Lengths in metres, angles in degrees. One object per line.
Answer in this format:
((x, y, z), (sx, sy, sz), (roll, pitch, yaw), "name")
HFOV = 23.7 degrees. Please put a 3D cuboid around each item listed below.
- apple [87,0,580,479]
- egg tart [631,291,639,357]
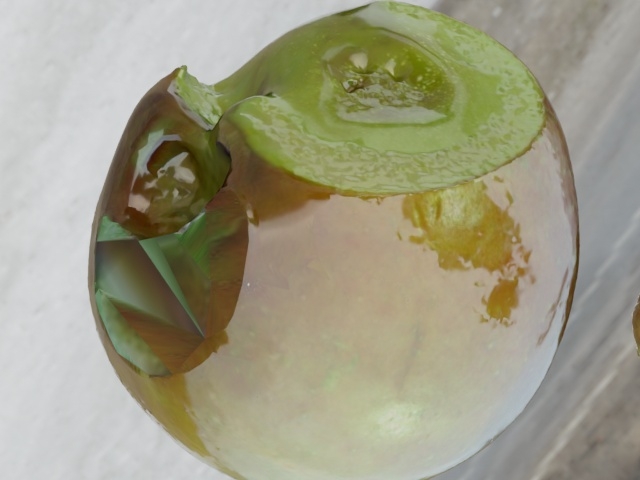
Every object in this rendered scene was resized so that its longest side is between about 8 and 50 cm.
((0.000, 0.000, 1.149), (0.374, 0.374, 0.384), (32, 58, -72), "apple")
((0.484, 0.073, 1.708), (0.288, 0.288, 0.118), (-41, 135, -20), "egg tart")
